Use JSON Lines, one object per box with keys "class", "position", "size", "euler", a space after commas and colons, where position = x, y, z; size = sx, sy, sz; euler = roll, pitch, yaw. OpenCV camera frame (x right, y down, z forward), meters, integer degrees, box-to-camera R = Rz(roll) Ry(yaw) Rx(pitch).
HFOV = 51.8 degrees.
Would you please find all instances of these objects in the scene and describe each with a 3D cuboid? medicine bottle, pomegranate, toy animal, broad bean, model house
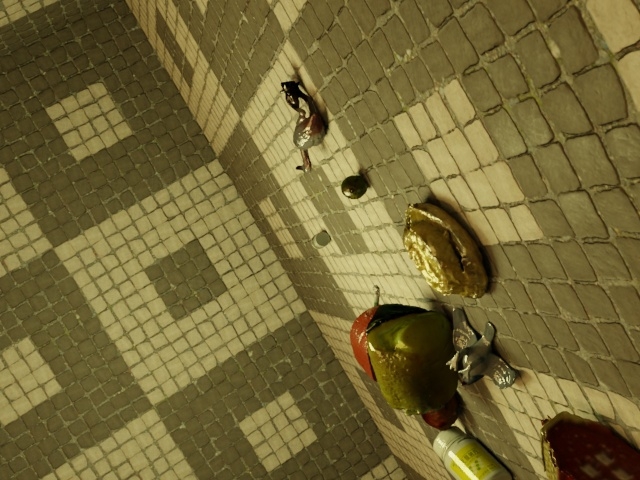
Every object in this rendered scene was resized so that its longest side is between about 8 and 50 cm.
{"class": "medicine bottle", "position": [0.000, 0.000, 2.519], "size": [0.058, 0.058, 0.091], "euler": [59, 167, 0]}
{"class": "pomegranate", "position": [0.091, -0.147, 1.836], "size": [0.073, 0.073, 0.084], "euler": [60, 166, -8]}
{"class": "toy animal", "position": [0.402, 0.294, 1.687], "size": [0.239, 0.176, 0.255], "euler": [47, 129, 30]}
{"class": "broad bean", "position": [0.388, 0.550, 2.200], "size": [0.156, 0.122, 0.228], "euler": [48, 160, 31]}
{"class": "medicine bottle", "position": [0.497, 0.739, 2.176], "size": [0.258, 0.143, 0.143], "euler": [40, 157, 54]}
{"class": "model house", "position": [0.558, 0.485, 1.366], "size": [0.254, 0.160, 0.196], "euler": [47, 163, 47]}
{"class": "toy animal", "position": [-0.039, -0.309, 1.912], "size": [0.195, 0.090, 0.324], "euler": [-128, 22, -50]}

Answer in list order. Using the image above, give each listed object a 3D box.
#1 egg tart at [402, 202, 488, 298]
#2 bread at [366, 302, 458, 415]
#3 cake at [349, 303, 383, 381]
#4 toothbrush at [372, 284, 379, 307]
{"class": "egg tart", "position": [0.273, 0.034, 1.529], "size": [0.279, 0.095, 0.279], "euler": [52, 164, 21]}
{"class": "bread", "position": [0.266, 0.349, 1.923], "size": [0.251, 0.208, 0.376], "euler": [5, 138, 19]}
{"class": "cake", "position": [0.214, 0.372, 2.312], "size": [0.151, 0.177, 0.283], "euler": [43, 158, 49]}
{"class": "toothbrush", "position": [0.201, 0.228, 2.384], "size": [0.024, 0.018, 0.257], "euler": [54, 166, 29]}
